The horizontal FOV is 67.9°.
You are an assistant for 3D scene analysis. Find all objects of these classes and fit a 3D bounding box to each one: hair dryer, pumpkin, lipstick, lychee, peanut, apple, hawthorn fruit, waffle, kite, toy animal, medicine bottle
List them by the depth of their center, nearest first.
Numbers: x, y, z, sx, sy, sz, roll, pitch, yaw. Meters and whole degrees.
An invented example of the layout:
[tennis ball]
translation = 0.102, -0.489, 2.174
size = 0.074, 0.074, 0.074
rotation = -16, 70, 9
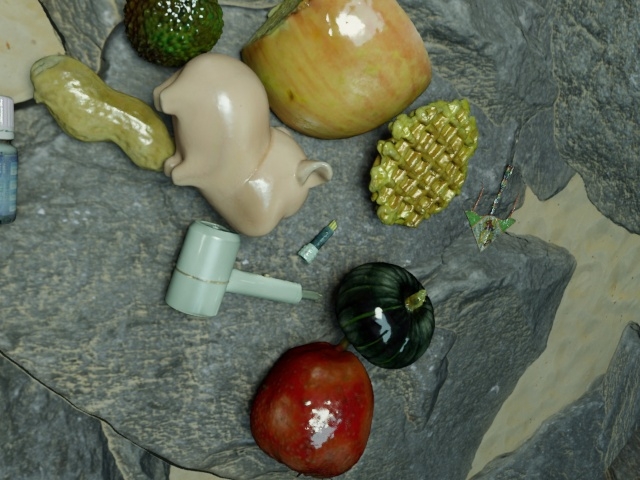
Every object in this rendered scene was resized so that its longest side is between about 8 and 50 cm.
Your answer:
[medicine bottle]
translation = -0.527, -0.130, 0.753
size = 0.084, 0.083, 0.203
rotation = 4, 103, -26
[lychee]
translation = -0.245, -0.367, 0.792
size = 0.171, 0.171, 0.171
rotation = -7, 106, -24
[peanut]
translation = -0.355, -0.209, 0.807
size = 0.263, 0.101, 0.117
rotation = 28, 116, -31
[toy animal]
translation = -0.142, -0.161, 0.840
size = 0.269, 0.237, 0.326
rotation = -13, 123, -20
[apple]
translation = 0.044, -0.336, 0.908
size = 0.314, 0.252, 0.309
rotation = -27, 123, 33
[hair dryer]
translation = -0.130, 0.082, 1.003
size = 0.357, 0.108, 0.173
rotation = 17, 96, -37
[hawthorn fruit]
translation = -0.001, 0.349, 1.038
size = 0.265, 0.265, 0.307
rotation = 34, 79, -28
[pumpkin]
translation = 0.149, 0.158, 1.054
size = 0.250, 0.216, 0.249
rotation = 23, 49, -30
[waffle]
translation = 0.229, -0.163, 1.056
size = 0.325, 0.068, 0.302
rotation = -21, 133, -26
[lipstick]
translation = 0.000, 0.000, 1.063
size = 0.116, 0.037, 0.037
rotation = -46, 117, -12
[kite]
translation = 0.461, -0.087, 1.271
size = 0.198, 0.006, 0.244
rotation = 12, 98, -27
